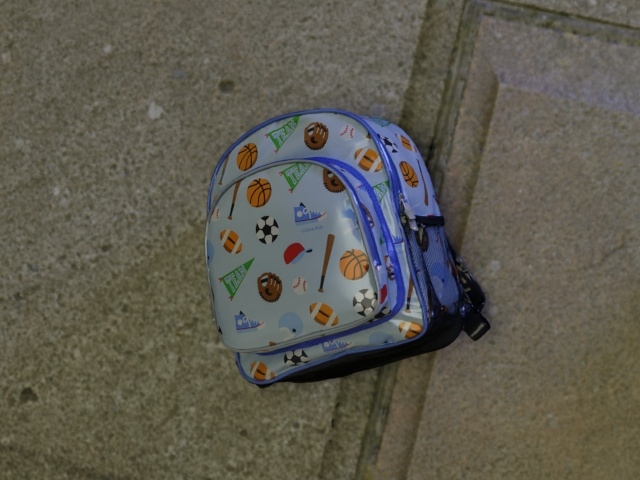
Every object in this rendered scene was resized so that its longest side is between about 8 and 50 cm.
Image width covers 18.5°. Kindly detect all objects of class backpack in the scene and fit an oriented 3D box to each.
[{"bbox_3d":[0.000,0.000,1.989,0.276,0.213,0.263,-16,75,21],"label":"backpack"}]
